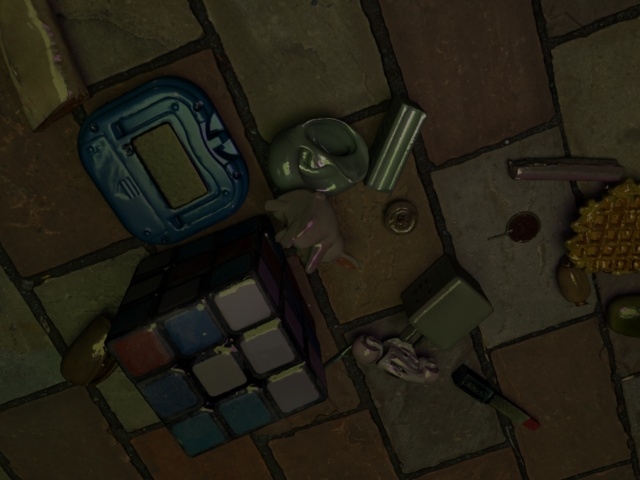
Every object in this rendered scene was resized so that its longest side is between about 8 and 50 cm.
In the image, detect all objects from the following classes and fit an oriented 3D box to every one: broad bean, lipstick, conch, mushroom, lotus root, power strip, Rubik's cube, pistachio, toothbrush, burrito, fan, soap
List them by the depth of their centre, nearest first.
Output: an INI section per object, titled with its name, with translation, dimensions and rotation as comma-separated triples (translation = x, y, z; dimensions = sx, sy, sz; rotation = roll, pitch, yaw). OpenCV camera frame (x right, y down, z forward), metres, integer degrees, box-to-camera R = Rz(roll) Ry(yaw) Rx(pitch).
[burrito]
translation = -0.566, -0.370, 1.253
dimensions = 0.143, 0.105, 0.299
rotation = -7, 115, 10
[soap]
translation = 0.157, -0.208, 1.353
dimensions = 0.066, 0.119, 0.198
rotation = 19, 111, -9
[conch]
translation = -0.008, -0.180, 1.355
dimensions = 0.221, 0.121, 0.185
rotation = 2, 118, -10
[Rubik's cube]
translation = -0.210, 0.201, 1.383
dimensions = 0.363, 0.359, 0.362
rotation = -20, 111, 6
[mushroom]
translation = 0.191, -0.048, 1.445
dimensions = 0.085, 0.079, 0.085
rotation = -2, 113, -6
[fan]
translation = 0.472, -0.023, 1.513
dimensions = 0.133, 0.005, 0.085
rotation = -21, 114, 5
[power strip]
translation = 0.285, 0.171, 1.515
dimensions = 0.139, 0.140, 0.224
rotation = 40, 107, -18
[pistachio]
translation = -0.554, 0.273, 1.530
dimensions = 0.206, 0.131, 0.129
rotation = -51, 152, 12
[lotus root]
translation = 0.633, 0.111, 1.548
dimensions = 0.073, 0.062, 0.150
rotation = -25, 111, 8
[broad bean]
translation = 0.826, 0.191, 1.591
dimensions = 0.174, 0.082, 0.124
rotation = -8, 114, 11
[toothbrush]
translation = 0.041, 0.312, 1.630
dimensions = 0.219, 0.016, 0.019
rotation = -39, 118, 12
[lipstick]
translation = 0.489, 0.444, 1.692
dimensions = 0.312, 0.051, 0.051
rotation = 36, 106, -18

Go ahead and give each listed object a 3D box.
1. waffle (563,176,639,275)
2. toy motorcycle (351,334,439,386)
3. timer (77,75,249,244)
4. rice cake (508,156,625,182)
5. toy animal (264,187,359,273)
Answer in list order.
[waffle]
translation = 0.714, -0.017, 1.472
dimensions = 0.262, 0.060, 0.280
rotation = -40, 116, 12
[toy motorcycle]
translation = 0.197, 0.314, 1.584
dimensions = 0.254, 0.112, 0.112
rotation = 22, 111, -18
[timer]
translation = -0.337, -0.166, 1.350
dimensions = 0.309, 0.115, 0.340
rotation = -26, 112, 5
[rice cake]
translation = 0.566, -0.161, 1.434
dimensions = 0.270, 0.049, 0.055
rotation = 1, 127, -5
[toy animal]
translation = -0.014, 0.004, 1.362
dimensions = 0.138, 0.140, 0.282
rotation = -33, 143, -6
